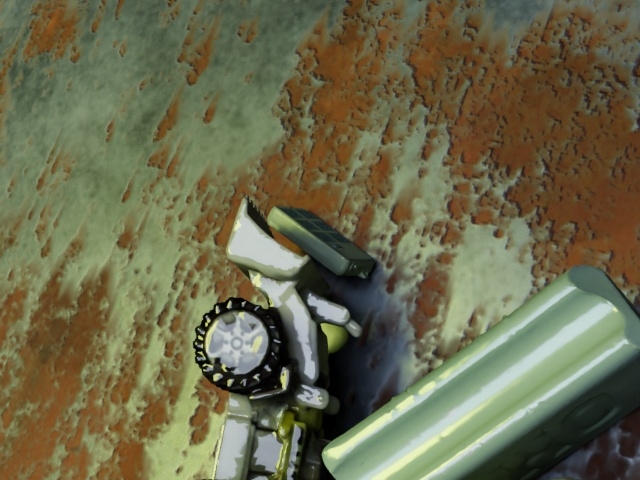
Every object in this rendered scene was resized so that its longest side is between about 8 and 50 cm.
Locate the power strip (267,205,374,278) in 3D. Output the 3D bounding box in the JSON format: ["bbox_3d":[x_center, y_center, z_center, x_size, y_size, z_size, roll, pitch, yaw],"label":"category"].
[{"bbox_3d":[0.000,0.000,0.765,0.090,0.040,0.016,36,110,33],"label":"power strip"}]

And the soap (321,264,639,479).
[{"bbox_3d":[0.112,0.104,0.622,0.198,0.119,0.066,-38,62,12],"label":"soap"}]

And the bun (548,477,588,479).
[{"bbox_3d":[0.097,0.252,0.511,0.204,0.281,0.282,-30,59,41],"label":"bun"}]

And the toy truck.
[{"bbox_3d":[-0.031,0.120,0.692,0.111,0.136,0.286,6,78,8],"label":"toy truck"}]
